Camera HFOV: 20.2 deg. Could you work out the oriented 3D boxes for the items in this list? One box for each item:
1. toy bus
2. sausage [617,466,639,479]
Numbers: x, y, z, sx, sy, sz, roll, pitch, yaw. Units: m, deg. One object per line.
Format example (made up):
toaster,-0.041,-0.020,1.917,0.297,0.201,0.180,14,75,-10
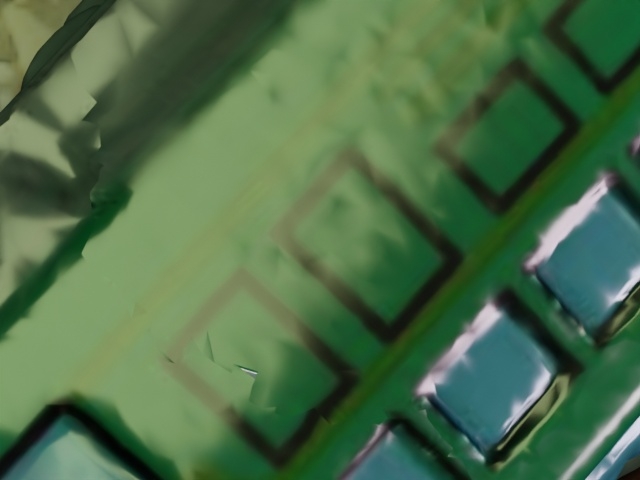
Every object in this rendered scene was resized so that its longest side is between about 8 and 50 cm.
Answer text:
toy bus,0.000,0.000,0.492,0.199,0.183,0.343,44,83,-8
sausage,0.136,0.113,0.550,0.259,0.113,0.114,-24,93,-11
